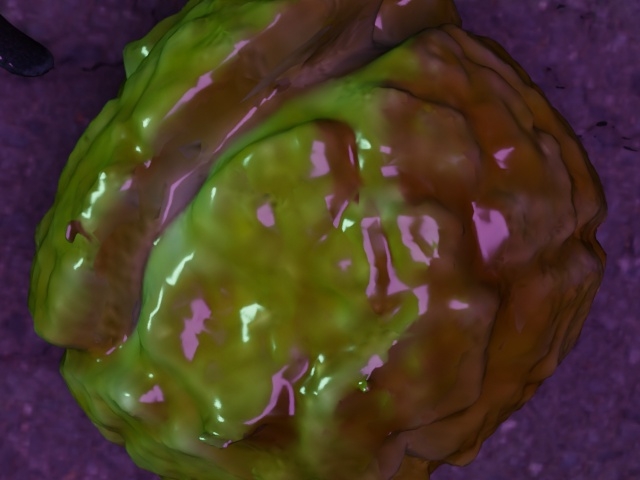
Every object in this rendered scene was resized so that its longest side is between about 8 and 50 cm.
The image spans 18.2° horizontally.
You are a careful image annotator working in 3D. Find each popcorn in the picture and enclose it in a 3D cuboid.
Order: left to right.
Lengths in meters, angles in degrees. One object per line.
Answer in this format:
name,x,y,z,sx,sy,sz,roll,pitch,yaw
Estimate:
popcorn,-0.006,0.006,0.963,0.282,0.247,0.282,0,100,1

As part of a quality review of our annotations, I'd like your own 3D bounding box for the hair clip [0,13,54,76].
hair clip,-0.208,-0.168,0.955,0.070,0.039,0.229,-18,118,13
